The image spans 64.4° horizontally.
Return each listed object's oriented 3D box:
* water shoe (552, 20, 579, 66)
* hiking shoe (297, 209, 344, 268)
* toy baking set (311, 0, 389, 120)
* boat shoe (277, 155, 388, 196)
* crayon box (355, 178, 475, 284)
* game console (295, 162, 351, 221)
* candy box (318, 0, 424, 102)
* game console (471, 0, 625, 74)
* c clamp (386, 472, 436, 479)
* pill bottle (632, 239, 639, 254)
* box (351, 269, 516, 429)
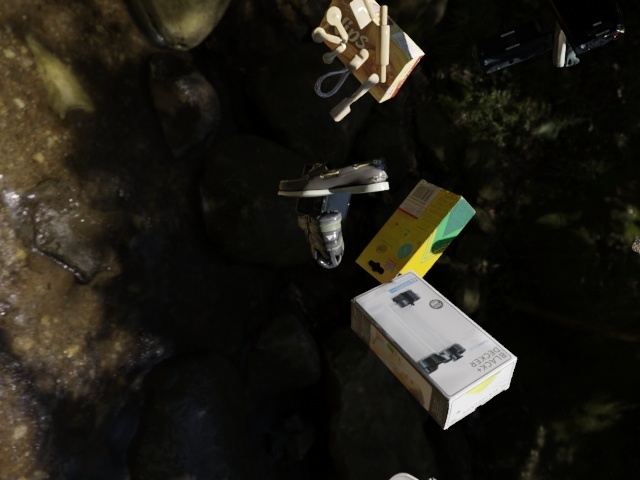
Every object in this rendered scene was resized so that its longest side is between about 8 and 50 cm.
[{"bbox_3d":[0.779,-0.647,1.580,0.073,0.080,0.203,-84,170,-55],"label":"water shoe"},{"bbox_3d":[0.000,0.000,1.039,0.227,0.086,0.114,-156,-120,-86],"label":"hiking shoe"},{"bbox_3d":[0.070,-0.405,1.123,0.196,0.030,0.256,-19,120,-22],"label":"toy baking set"},{"bbox_3d":[0.022,-0.125,1.018,0.081,0.227,0.069,-23,109,-73],"label":"boat shoe"},{"bbox_3d":[0.263,-0.009,1.457,0.081,0.202,0.318,39,92,-31],"label":"crayon box"},{"bbox_3d":[0.011,-0.113,1.207,0.071,0.107,0.122,-9,113,-63],"label":"game console"},{"bbox_3d":[0.145,-0.606,1.557,0.087,0.183,0.316,-33,80,-38],"label":"candy box"},{"bbox_3d":[0.580,-0.552,1.335,0.044,0.361,0.213,46,31,-57],"label":"game console"},{"bbox_3d":[0.158,0.495,0.919,0.137,0.022,0.161,37,79,-13],"label":"c clamp"},{"bbox_3d":[0.800,0.023,1.222,0.043,0.083,0.043,-7,108,-23],"label":"pill bottle"},{"bbox_3d":[0.207,0.196,0.984,0.169,0.290,0.087,-21,132,-23],"label":"box"}]
